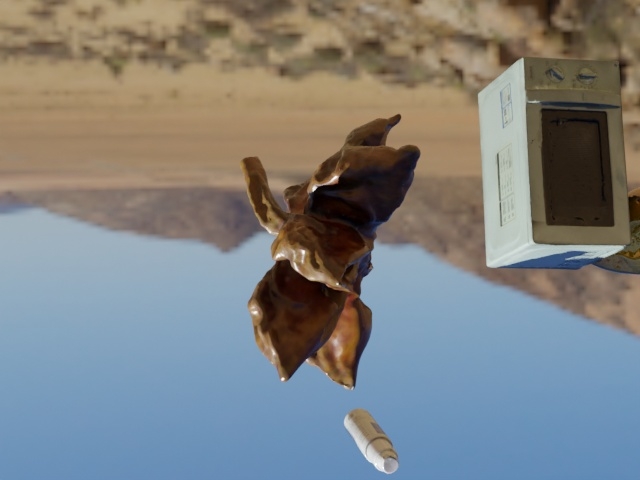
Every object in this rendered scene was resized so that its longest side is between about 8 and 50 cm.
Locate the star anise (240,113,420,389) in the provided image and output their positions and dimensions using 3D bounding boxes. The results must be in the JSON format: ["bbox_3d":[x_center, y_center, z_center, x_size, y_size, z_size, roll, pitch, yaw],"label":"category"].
[{"bbox_3d":[0.003,0.006,1.100,0.111,0.196,0.212,4,176,-12],"label":"star anise"}]

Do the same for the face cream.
[{"bbox_3d":[0.058,0.222,1.728,0.034,0.034,0.130,-2,-165,-14],"label":"face cream"}]

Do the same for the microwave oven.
[{"bbox_3d":[0.257,-0.082,1.732,0.122,0.208,0.162,1,169,-14],"label":"microwave oven"}]

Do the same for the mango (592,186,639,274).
[{"bbox_3d":[0.370,-0.010,1.789,0.187,0.101,0.066,-24,-174,44],"label":"mango"}]
